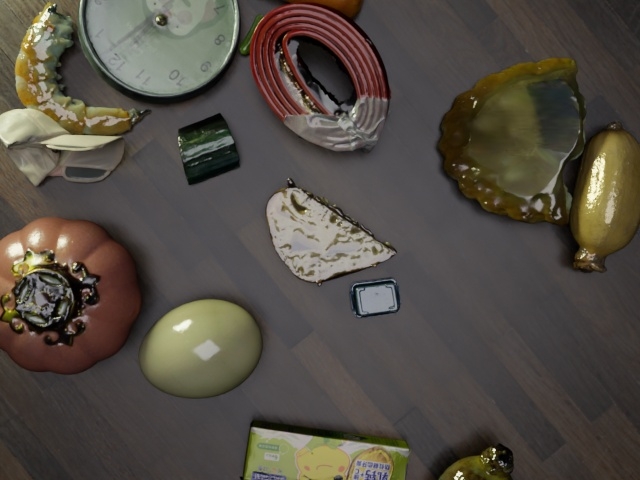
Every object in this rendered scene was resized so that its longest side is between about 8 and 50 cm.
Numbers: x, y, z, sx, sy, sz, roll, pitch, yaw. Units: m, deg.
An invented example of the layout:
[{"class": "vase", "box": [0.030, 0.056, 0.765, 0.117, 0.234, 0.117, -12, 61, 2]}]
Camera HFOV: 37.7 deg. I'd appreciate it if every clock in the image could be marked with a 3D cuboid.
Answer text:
[{"class": "clock", "box": [-0.310, -0.425, 1.817, 0.318, 0.066, 0.319, 0, 91, -12]}]

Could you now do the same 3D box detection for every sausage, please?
[{"class": "sausage", "box": [-0.028, -0.506, 1.837, 0.238, 0.098, 0.098, 19, 90, -2]}]

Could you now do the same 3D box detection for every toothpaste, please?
[{"class": "toothpaste", "box": [0.010, 0.434, 1.849, 0.327, 0.077, 0.110, 8, 88, -1]}]

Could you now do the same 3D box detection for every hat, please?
[{"class": "hat", "box": [-0.499, -0.198, 1.787, 0.225, 0.219, 0.164, -22, 79, -12]}]

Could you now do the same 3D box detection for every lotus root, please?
[{"class": "lotus root", "box": [0.000, 0.000, 1.848, 0.260, 0.074, 0.170, 40, 90, -2]}, {"class": "lotus root", "box": [0.291, 0.535, 1.817, 0.173, 0.173, 0.309, 25, 90, -1]}, {"class": "lotus root", "box": [0.561, -0.084, 1.818, 0.146, 0.130, 0.304, 12, 87, -44]}]

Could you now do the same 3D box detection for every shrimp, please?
[{"class": "shrimp", "box": [-0.496, -0.304, 1.843, 0.185, 0.068, 0.287, -41, 93, 1]}]

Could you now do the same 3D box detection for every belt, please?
[{"class": "belt", "box": [0.012, -0.310, 1.798, 0.227, 0.115, 0.324, -40, 99, 15]}]

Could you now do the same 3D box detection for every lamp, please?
[{"class": "lamp", "box": [-0.491, 0.104, 1.758, 0.305, 0.239, 0.306, 0, 89, -1]}]

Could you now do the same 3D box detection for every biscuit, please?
[{"class": "biscuit", "box": [0.406, -0.185, 1.822, 0.329, 0.078, 0.335, -32, 77, 7]}]

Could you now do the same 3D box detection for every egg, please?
[{"class": "egg", "box": [-0.229, 0.209, 1.789, 0.241, 0.186, 0.186, -19, 91, 4]}]

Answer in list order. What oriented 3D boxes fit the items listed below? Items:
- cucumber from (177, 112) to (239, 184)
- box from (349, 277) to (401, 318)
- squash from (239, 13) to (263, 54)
[{"class": "cucumber", "box": [-0.226, -0.182, 1.851, 0.115, 0.062, 0.117, -20, 92, -4]}, {"class": "box", "box": [0.110, 0.116, 1.859, 0.099, 0.054, 0.074, -8, 92, -1]}, {"class": "squash", "box": [-0.134, -0.409, 1.867, 0.027, 0.027, 0.089, 29, 87, -1]}]
